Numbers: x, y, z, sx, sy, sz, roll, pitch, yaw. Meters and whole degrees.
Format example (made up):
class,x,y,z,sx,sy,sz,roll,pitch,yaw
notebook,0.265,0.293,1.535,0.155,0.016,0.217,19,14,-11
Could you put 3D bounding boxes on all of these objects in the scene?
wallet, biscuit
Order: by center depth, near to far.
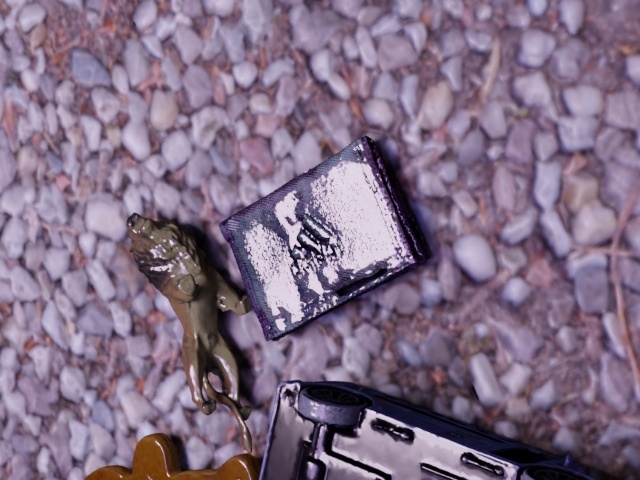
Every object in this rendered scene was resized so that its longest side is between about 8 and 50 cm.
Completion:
class,x,y,z,sx,sy,sz,roll,pitch,yaw
wallet,0.001,0.000,1.539,0.166,0.030,0.111,-29,77,32
biscuit,-0.126,0.231,1.660,0.205,0.031,0.138,-2,96,34

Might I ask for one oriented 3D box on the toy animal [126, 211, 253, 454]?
class,x,y,z,sx,sy,sz,roll,pitch,yaw
toy animal,-0.092,0.070,1.594,0.086,0.069,0.220,-36,71,55

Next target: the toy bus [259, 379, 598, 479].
class,x,y,z,sx,sy,sz,roll,pitch,yaw
toy bus,0.098,0.196,1.444,0.292,0.133,0.125,18,102,33
